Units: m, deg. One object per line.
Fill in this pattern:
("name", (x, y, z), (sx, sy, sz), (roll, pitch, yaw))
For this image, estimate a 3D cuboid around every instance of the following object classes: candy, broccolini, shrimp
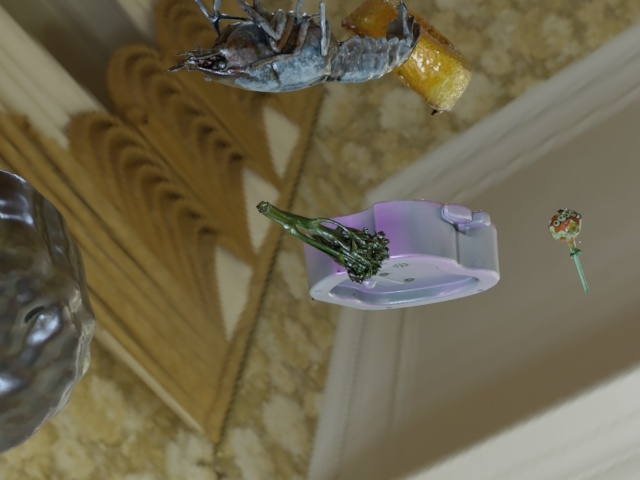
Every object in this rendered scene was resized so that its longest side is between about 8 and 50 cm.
("candy", (0.411, 0.021, 2.120), (0.055, 0.185, 0.049), (-29, -141, -3))
("broccolini", (0.007, -0.007, 1.730), (0.058, 0.201, 0.074), (-32, -136, 40))
("shrimp", (-0.031, -0.288, 1.893), (0.221, 0.410, 0.166), (-39, -128, 55))

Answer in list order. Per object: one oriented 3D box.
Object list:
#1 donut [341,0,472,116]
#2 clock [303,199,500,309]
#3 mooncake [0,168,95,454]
("donut", (0.145, -0.308, 2.171), (0.118, 0.253, 0.253), (-50, -162, 18))
("clock", (0.144, 0.029, 2.215), (0.338, 0.338, 0.102), (-20, -112, 42))
("mooncake", (-0.354, 0.073, 1.214), (0.290, 0.290, 0.161), (-38, -139, 6))
